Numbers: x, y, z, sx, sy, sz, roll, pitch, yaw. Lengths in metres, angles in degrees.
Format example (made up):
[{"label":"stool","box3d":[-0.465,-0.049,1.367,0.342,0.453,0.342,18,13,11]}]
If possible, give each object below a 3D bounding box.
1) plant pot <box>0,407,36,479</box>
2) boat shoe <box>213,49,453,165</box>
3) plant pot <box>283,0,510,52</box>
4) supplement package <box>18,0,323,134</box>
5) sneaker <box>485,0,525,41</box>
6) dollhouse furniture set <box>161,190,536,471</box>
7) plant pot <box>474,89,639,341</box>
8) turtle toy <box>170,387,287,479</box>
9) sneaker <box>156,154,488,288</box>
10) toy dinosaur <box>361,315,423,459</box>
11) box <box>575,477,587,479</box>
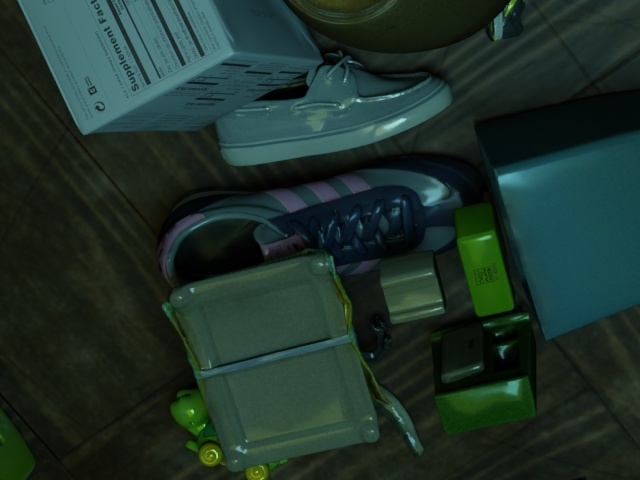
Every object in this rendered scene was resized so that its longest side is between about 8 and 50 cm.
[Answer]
[{"label":"plant pot","box3d":[-0.450,0.212,1.615,0.228,0.227,0.207,-21,100,15]},{"label":"boat shoe","box3d":[0.005,-0.130,1.501,0.228,0.079,0.081,-12,113,15]},{"label":"plant pot","box3d":[0.047,-0.255,1.340,0.237,0.254,0.237,4,105,13]},{"label":"supplement package","box3d":[-0.134,-0.210,1.368,0.145,0.262,0.204,-27,87,15]},{"label":"sneaker","box3d":[0.168,-0.223,1.476,0.035,0.031,0.083,-4,106,-18]},{"label":"dollhouse furniture set","box3d":[0.033,0.075,1.496,0.302,0.151,0.197,-13,110,9]},{"label":"plant pot","box3d":[0.279,-0.044,1.458,0.234,0.165,0.165,-17,107,5]},{"label":"turtle toy","box3d":[-0.092,0.193,1.635,0.130,0.095,0.066,21,90,-2]},{"label":"sneaker","box3d":[0.000,0.000,1.522,0.319,0.131,0.112,-11,109,11]},{"label":"toy dinosaur","box3d":[0.007,0.111,1.605,0.268,0.064,0.118,26,115,-8]},{"label":"box","box3d":[0.144,0.396,1.566,0.279,0.290,0.177,-13,109,13]}]
